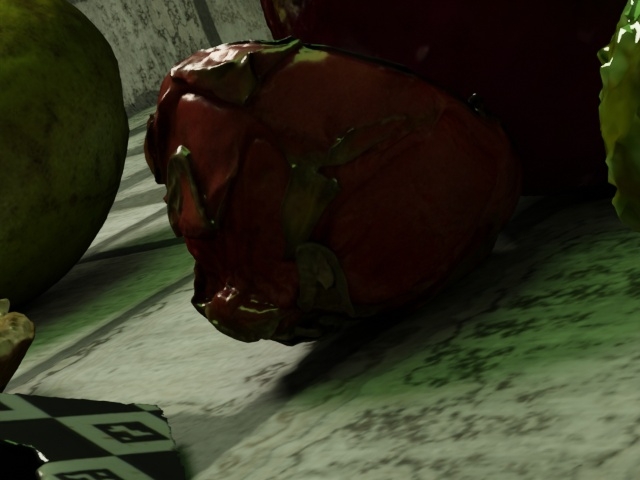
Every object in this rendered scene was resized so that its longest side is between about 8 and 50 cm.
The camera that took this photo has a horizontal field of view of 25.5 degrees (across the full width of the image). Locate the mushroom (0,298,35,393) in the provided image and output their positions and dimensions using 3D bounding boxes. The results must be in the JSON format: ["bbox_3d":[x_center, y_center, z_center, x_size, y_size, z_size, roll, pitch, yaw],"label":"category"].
[{"bbox_3d":[-0.343,0.038,0.889,0.233,0.301,0.208,-17,38,45],"label":"mushroom"}]

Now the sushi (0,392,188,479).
[{"bbox_3d":[-0.195,0.125,0.595,0.294,0.059,0.292,7,10,-16],"label":"sushi"}]

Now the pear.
[{"bbox_3d":[-0.357,-0.075,1.311,0.413,0.352,0.352,-36,17,-30],"label":"pear"}]

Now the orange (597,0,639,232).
[{"bbox_3d":[0.243,-0.070,0.456,0.300,0.223,0.301,-5,19,40],"label":"orange"}]

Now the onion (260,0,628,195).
[{"bbox_3d":[0.091,-0.146,0.959,0.348,0.348,0.385,-37,-16,-54],"label":"onion"}]

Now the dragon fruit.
[{"bbox_3d":[-0.002,-0.002,0.804,0.218,0.148,0.224,17,-19,-16],"label":"dragon fruit"}]
